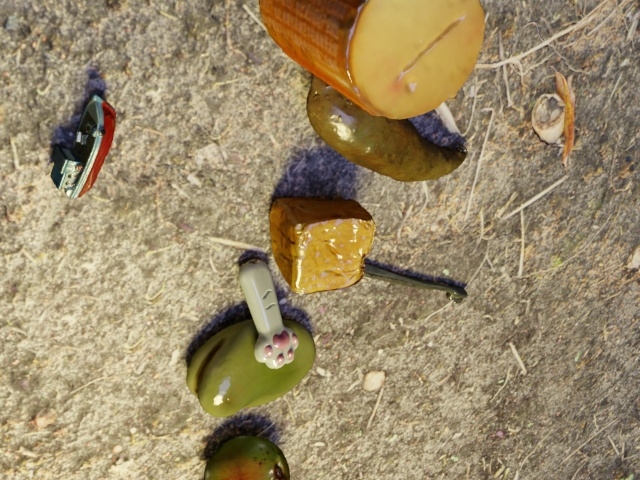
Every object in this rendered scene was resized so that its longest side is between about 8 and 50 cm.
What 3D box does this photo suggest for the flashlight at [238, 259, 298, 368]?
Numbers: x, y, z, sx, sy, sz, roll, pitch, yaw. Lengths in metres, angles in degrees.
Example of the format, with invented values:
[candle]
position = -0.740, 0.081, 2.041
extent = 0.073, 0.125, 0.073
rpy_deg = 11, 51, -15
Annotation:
[flashlight]
position = -0.095, 0.130, 1.655
extent = 0.093, 0.047, 0.200
rpy_deg = -20, 96, -41

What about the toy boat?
[toy boat]
position = -0.357, -0.142, 1.383
extent = 0.059, 0.069, 0.173
rpy_deg = 9, 119, -41

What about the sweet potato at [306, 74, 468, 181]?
[sweet potato]
position = 0.116, -0.177, 1.589
extent = 0.423, 0.130, 0.130
rpy_deg = 22, 107, -44

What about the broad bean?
[broad bean]
position = -0.126, 0.230, 1.729
extent = 0.263, 0.121, 0.189
rpy_deg = -14, 120, -39

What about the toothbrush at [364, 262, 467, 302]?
[toothbrush]
position = 0.183, 0.085, 1.845
extent = 0.297, 0.030, 0.030
rpy_deg = 15, 121, -35

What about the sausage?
[sausage]
position = 0.066, -0.334, 1.352
extent = 0.233, 0.287, 0.233
rpy_deg = -16, 124, -25

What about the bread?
[bread]
position = 0.000, 0.000, 1.618
extent = 0.158, 0.149, 0.143
rpy_deg = -6, 119, -25

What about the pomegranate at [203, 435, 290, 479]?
[pomegranate]
position = -0.163, 0.481, 1.837
extent = 0.210, 0.180, 0.180
rpy_deg = -23, 139, 34
